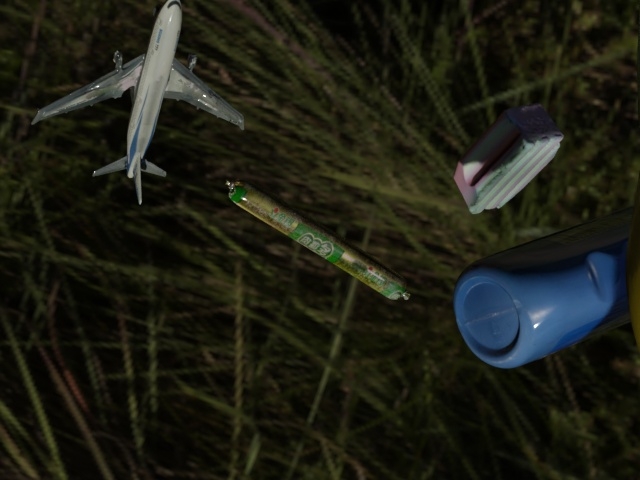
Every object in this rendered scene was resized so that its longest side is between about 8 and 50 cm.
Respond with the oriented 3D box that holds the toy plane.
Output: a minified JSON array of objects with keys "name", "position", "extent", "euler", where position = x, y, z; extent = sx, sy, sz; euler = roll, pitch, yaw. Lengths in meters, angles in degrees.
[{"name":"toy plane","position":[-0.170,-0.147,1.300],"extent":[0.226,0.058,0.226],"euler":[-1,122,-26]}]

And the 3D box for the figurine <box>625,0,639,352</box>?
[{"name":"figurine","position":[0.224,-0.056,0.516],"extent":[0.324,0.231,0.340],"euler":[88,20,-59]}]

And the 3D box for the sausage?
[{"name":"sausage","position":[0.000,0.000,1.488],"extent":[0.269,0.033,0.033],"euler":[32,74,-23]}]

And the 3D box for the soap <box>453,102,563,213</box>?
[{"name":"soap","position":[0.218,-0.095,1.536],"extent":[0.100,0.056,0.149],"euler":[-13,155,-39]}]

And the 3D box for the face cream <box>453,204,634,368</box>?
[{"name":"face cream","position":[0.232,0.019,0.997],"extent":[0.264,0.149,0.083],"euler":[-18,87,-24]}]
